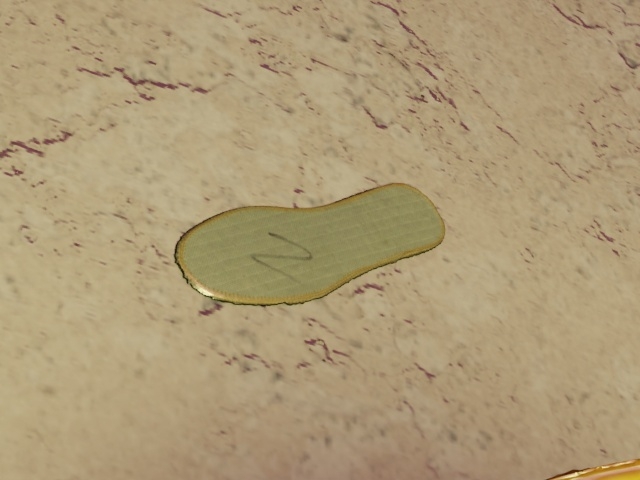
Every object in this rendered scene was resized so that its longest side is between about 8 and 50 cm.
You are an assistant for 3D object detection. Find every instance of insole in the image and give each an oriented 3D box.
[{"bbox_3d":[0.000,0.000,0.849,0.188,0.004,0.064,-15,65,-43],"label":"insole"}]

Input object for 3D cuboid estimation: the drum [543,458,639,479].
[{"bbox_3d":[0.119,0.285,0.432,0.431,0.214,0.431,6,54,-8],"label":"drum"}]
